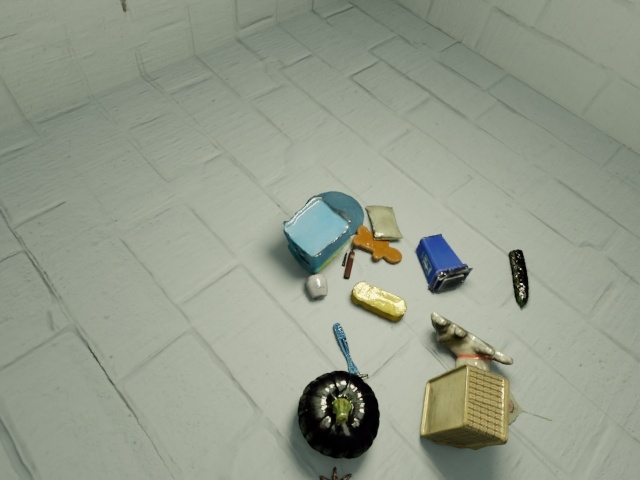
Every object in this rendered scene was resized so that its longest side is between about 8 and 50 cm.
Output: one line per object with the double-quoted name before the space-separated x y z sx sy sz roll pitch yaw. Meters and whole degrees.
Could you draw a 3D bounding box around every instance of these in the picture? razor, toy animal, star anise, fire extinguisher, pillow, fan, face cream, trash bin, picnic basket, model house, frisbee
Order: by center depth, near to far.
"star anise" 0.049 0.843 1.392 0.141 0.042 0.140 4 60 -7
"picnic basket" 0.508 0.596 1.459 0.176 0.312 0.227 22 56 -5
"fan" 0.761 0.660 1.622 0.311 0.010 0.182 14 56 3
"toy animal" 0.547 0.433 1.640 0.308 0.188 0.266 26 12 -32
"razor" 0.106 0.448 1.655 0.082 0.042 0.253 -14 58 -16
"face cream" -0.013 0.199 1.771 0.091 0.091 0.094 -9 68 -13
"model house" 0.000 0.000 1.786 0.216 0.303 0.237 39 71 25
"trash bin" 0.551 0.098 1.876 0.184 0.162 0.234 -11 54 -15
"fire extinguisher" 0.128 0.097 1.893 0.049 0.035 0.173 -9 49 33
"pillow" 0.309 -0.092 2.008 0.149 0.050 0.229 6 47 -15
"frisbee" 0.077 -0.137 2.023 0.290 0.049 0.289 3 57 -5

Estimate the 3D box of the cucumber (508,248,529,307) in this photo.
"cucumber" 0.933 0.175 1.923 0.072 0.072 0.299 9 58 -2

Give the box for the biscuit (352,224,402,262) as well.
"biscuit" 0.268 0.033 1.937 0.250 0.036 0.165 29 44 4

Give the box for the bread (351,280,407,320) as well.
"bread" 0.249 0.262 1.766 0.246 0.094 0.101 23 67 8

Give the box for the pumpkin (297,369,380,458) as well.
"pumpkin" 0.067 0.586 1.424 0.297 0.295 0.295 3 57 -5
